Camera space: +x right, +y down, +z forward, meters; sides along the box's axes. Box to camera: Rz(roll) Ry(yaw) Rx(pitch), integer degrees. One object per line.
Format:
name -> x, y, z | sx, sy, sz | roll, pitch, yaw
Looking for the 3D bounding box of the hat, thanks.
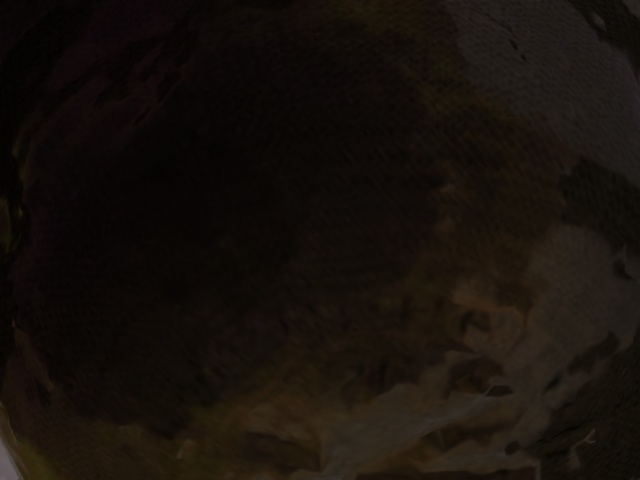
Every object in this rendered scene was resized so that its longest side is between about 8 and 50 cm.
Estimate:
hat -> 0.000, 0.000, 0.380 | 0.257, 0.257, 0.130 | -51, -152, 30
